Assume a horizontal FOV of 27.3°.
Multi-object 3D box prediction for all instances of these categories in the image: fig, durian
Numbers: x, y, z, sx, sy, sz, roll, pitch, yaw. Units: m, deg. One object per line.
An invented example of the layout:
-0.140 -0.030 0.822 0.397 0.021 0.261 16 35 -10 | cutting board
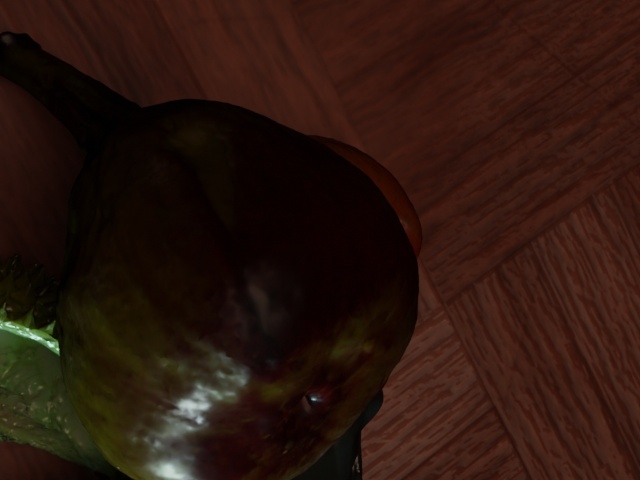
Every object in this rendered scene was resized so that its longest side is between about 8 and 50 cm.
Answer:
-0.088 -0.008 0.659 0.290 0.190 0.190 43 70 4 | fig
-0.176 0.061 0.726 0.215 0.086 0.100 35 90 -28 | durian

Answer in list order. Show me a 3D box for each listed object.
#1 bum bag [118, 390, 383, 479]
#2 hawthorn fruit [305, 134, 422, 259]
-0.084 0.182 0.764 0.326 0.079 0.142 -28 119 -22 | bum bag
0.000 0.000 0.796 0.128 0.128 0.128 -1 92 -28 | hawthorn fruit
